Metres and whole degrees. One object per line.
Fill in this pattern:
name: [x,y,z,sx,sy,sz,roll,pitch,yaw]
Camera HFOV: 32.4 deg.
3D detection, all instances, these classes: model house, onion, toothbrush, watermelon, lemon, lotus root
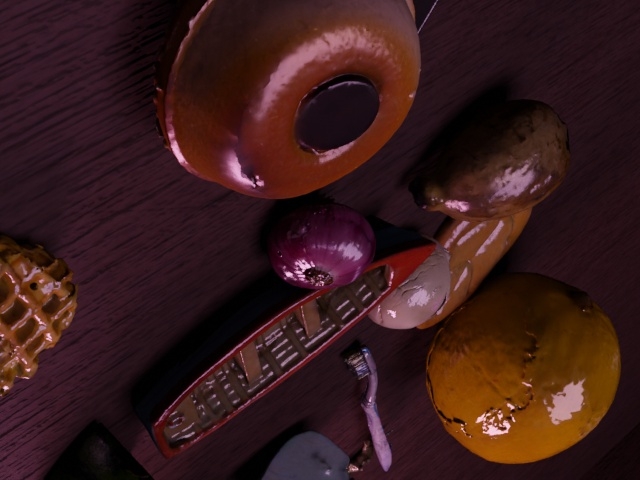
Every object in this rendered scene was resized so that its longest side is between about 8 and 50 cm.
model house: [-0.047,0.357,1.571,0.148,0.119,0.148,-58,-172,-34]
onion: [0.000,0.000,1.155,0.115,0.105,0.115,1,155,0]
toothbrush: [0.080,0.264,1.670,0.042,0.035,0.413,-26,145,-7]
watermelon: [-0.238,0.301,1.182,0.145,0.193,0.137,-38,-163,-16]
lemon: [0.303,0.191,1.667,0.297,0.297,0.297,-36,151,-23]
lotus root: [0.206,-0.086,1.321,0.214,0.138,0.138,-29,150,-12]

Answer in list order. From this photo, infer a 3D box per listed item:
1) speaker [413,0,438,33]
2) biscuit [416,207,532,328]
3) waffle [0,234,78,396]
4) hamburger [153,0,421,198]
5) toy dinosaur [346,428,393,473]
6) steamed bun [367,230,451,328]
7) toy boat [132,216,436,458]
speaker: [0.070,-0.209,1.029,0.046,0.040,0.191,-2,129,-55]
biscuit: [0.209,0.020,1.553,0.260,0.041,0.203,-57,153,13]
waffle: [-0.273,0.067,0.870,0.149,0.051,0.194,-56,153,11]
hamburger: [-0.027,-0.133,0.869,0.236,0.147,0.237,-24,143,-19]
toy dinosaur: [0.075,0.354,1.832,0.120,0.029,0.060,-48,170,-13]
steamed bun: [0.111,0.059,1.399,0.112,0.091,0.130,-7,133,-51]
toy boat: [-0.037,0.094,1.236,0.392,0.079,0.136,-37,150,-20]
